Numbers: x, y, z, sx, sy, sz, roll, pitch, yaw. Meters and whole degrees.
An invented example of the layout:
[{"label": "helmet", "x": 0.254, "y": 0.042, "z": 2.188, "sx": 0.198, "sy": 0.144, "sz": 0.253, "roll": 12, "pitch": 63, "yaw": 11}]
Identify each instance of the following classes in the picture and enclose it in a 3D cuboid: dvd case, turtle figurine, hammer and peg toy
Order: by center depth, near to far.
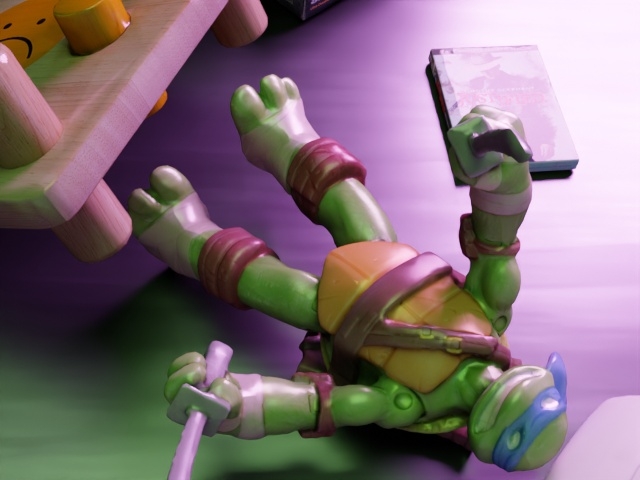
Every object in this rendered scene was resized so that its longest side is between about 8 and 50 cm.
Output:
[{"label": "turtle figurine", "x": 0.000, "y": 0.000, "z": 0.457, "sx": 0.274, "sy": 0.198, "sz": 0.266, "roll": 6, "pitch": 24, "yaw": -46}, {"label": "hammer and peg toy", "x": -0.229, "y": -0.105, "z": 0.568, "sx": 0.361, "sy": 0.127, "sz": 0.266, "roll": 2, "pitch": 49, "yaw": 30}, {"label": "dvd case", "x": 0.133, "y": -0.099, "z": 0.670, "sx": 0.087, "sy": 0.013, "sz": 0.119, "roll": -3, "pitch": 54, "yaw": -6}]

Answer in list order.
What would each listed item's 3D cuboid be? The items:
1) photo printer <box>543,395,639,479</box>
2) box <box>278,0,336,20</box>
[{"label": "photo printer", "x": 0.219, "y": 0.220, "z": 0.388, "sx": 0.307, "sy": 0.107, "sz": 0.256, "roll": 20, "pitch": 56, "yaw": 11}, {"label": "box", "x": -0.023, "y": -0.298, "z": 0.780, "sx": 0.175, "sy": 0.051, "sz": 0.220, "roll": -35, "pitch": 63, "yaw": -26}]
